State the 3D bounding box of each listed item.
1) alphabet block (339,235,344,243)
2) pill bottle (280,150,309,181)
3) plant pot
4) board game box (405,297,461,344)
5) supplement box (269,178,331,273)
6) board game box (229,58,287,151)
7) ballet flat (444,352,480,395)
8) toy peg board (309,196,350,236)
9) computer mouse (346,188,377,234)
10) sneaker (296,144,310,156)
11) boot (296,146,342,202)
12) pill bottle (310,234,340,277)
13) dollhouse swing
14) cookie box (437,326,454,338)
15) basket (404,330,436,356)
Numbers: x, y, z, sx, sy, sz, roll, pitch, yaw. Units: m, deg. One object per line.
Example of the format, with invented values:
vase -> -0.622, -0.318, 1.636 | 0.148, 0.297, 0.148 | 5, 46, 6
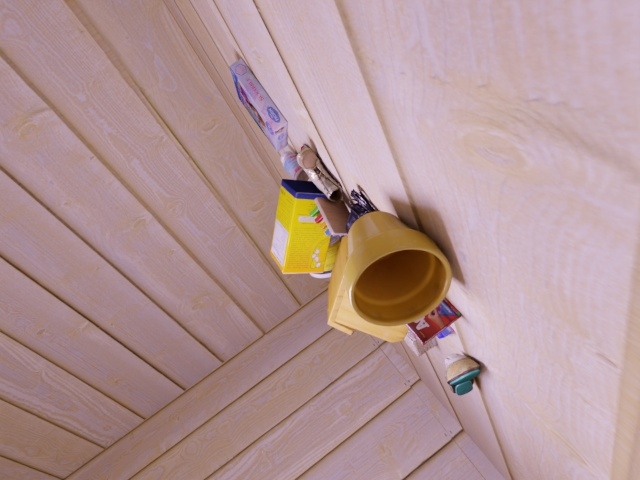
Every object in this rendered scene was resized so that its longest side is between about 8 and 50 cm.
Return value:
alphabet block -> 0.059, 0.056, 2.221 | 0.193, 0.192, 0.197 | 55, 174, 11
pill bottle -> -0.117, -0.339, 1.835 | 0.160, 0.087, 0.087 | 51, 174, 31
plant pot -> 0.173, 0.052, 1.046 | 0.254, 0.254, 0.239 | 58, -172, -34
board game box -> 0.282, 0.172, 1.247 | 0.281, 0.145, 0.027 | 50, 174, 36
supplement box -> -0.075, -0.059, 1.708 | 0.194, 0.195, 0.357 | -133, 50, -55
board game box -> -0.259, -0.571, 1.746 | 0.318, 0.066, 0.318 | 54, 175, 0
ballet flat -> 0.498, 0.470, 1.447 | 0.123, 0.123, 0.348 | 51, 173, 34
toy peg board -> 0.047, -0.073, 1.535 | 0.161, 0.079, 0.161 | 0, -123, -47
computer mouse -> 0.158, -0.055, 1.368 | 0.188, 0.072, 0.272 | 55, 163, 15
sneaker -> -0.069, -0.333, 1.560 | 0.042, 0.067, 0.118 | 58, 173, -32
boot -> 0.002, -0.238, 1.485 | 0.165, 0.077, 0.213 | 52, -179, 29
pill bottle -> 0.000, 0.000, 1.963 | 0.188, 0.188, 0.334 | -136, 31, -62
dollhouse swing -> 0.210, 0.189, 1.620 | 0.315, 0.305, 0.347 | -87, 8, -51
cookie box -> 0.416, 0.299, 1.417 | 0.092, 0.040, 0.107 | 53, 175, 16
basket -> 0.417, 0.407, 1.732 | 0.113, 0.103, 0.167 | 48, 170, 45
